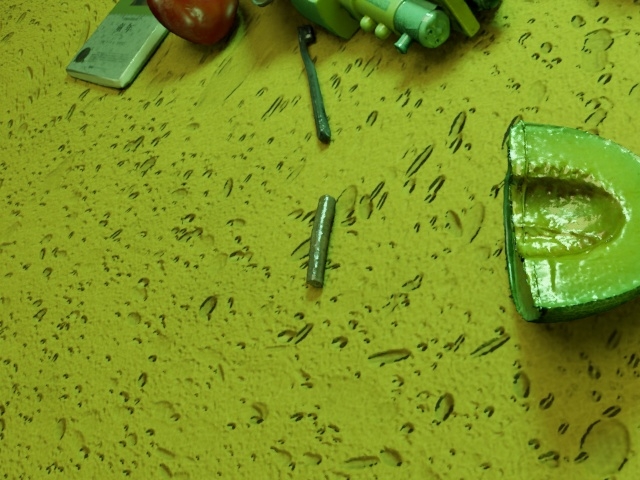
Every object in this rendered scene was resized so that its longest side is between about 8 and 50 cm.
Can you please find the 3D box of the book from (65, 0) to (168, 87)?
[{"bbox_3d":[-0.412,-0.494,1.731,0.239,0.035,0.352,18,71,42],"label":"book"}]

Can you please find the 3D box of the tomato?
[{"bbox_3d":[-0.250,-0.465,1.523,0.187,0.151,0.187,10,48,-11],"label":"tomato"}]

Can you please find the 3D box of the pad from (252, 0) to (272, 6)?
[{"bbox_3d":[-0.042,-0.585,1.398,0.286,0.018,0.284,-38,46,21],"label":"pad"}]

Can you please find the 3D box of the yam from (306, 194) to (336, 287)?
[{"bbox_3d":[0.000,0.000,1.130,0.032,0.032,0.145,-9,56,28],"label":"yam"}]

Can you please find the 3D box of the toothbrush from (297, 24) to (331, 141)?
[{"bbox_3d":[-0.011,-0.276,1.330,0.031,0.030,0.297,-17,51,10],"label":"toothbrush"}]

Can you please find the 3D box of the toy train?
[{"bbox_3d":[0.127,-0.418,1.269,0.237,0.150,0.369,-51,47,3],"label":"toy train"}]

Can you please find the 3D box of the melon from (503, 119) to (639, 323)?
[{"bbox_3d":[0.303,-0.003,0.889,0.169,0.129,0.265,-1,53,6],"label":"melon"}]
